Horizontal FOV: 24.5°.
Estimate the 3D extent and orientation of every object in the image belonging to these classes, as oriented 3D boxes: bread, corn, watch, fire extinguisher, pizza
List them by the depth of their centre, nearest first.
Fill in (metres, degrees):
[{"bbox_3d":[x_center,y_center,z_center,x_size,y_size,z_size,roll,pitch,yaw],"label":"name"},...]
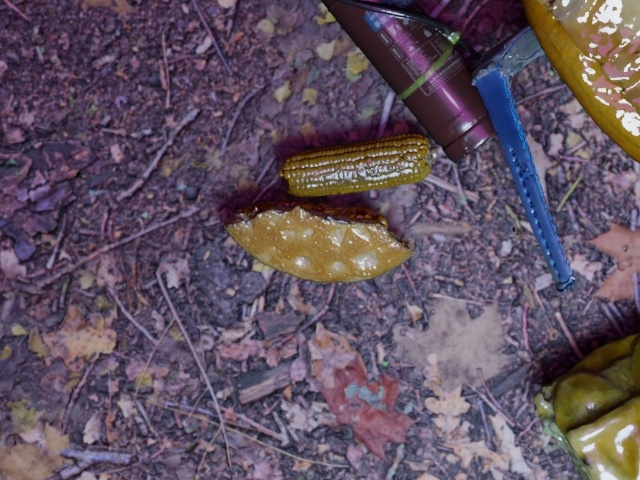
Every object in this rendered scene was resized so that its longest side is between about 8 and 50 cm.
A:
[{"bbox_3d":[0.398,-0.251,1.813,0.183,0.236,0.388,-38,90,39],"label":"bread"},{"bbox_3d":[0.284,-0.118,1.829,0.274,0.068,0.276,51,55,-8],"label":"watch"},{"bbox_3d":[0.422,0.224,1.858,0.252,0.238,0.196,-35,128,-4],"label":"bread"},{"bbox_3d":[0.109,-0.266,1.881,0.341,0.105,0.141,51,53,-2],"label":"fire extinguisher"},{"bbox_3d":[0.050,-0.095,1.902,0.207,0.068,0.068,-10,94,1],"label":"corn"},{"bbox_3d":[0.000,-0.002,1.906,0.246,0.058,0.127,-1,124,7],"label":"pizza"}]
